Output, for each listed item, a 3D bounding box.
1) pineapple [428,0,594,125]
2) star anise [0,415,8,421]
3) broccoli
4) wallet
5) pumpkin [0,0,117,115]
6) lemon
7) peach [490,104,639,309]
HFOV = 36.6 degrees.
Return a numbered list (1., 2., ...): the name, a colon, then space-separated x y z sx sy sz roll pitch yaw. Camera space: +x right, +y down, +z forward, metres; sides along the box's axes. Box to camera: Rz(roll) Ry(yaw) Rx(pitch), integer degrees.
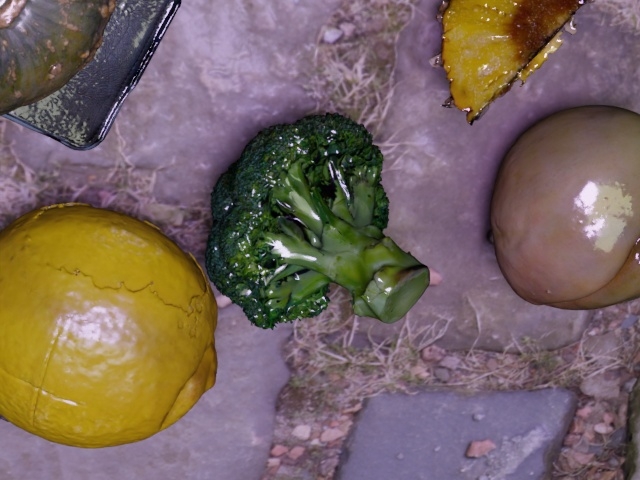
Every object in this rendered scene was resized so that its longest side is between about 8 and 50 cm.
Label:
1. pineapple: 0.247 -0.298 1.242 0.161 0.158 0.334 39 91 13
2. star anise: -0.453 0.200 1.250 0.141 0.042 0.141 -5 110 -14
3. broccoli: 0.000 0.000 1.185 0.297 0.297 0.297 -33 147 -26
4. wallet: -0.264 -0.268 1.124 0.172 0.045 0.318 26 98 -26
5. pumpkin: -0.347 -0.249 0.928 0.328 0.257 0.291 -18 122 -35
6. lemon: -0.268 0.099 1.136 0.297 0.297 0.297 -6 112 -15
7. peach: 0.364 -0.036 1.307 0.292 0.247 0.292 -12 141 -10
